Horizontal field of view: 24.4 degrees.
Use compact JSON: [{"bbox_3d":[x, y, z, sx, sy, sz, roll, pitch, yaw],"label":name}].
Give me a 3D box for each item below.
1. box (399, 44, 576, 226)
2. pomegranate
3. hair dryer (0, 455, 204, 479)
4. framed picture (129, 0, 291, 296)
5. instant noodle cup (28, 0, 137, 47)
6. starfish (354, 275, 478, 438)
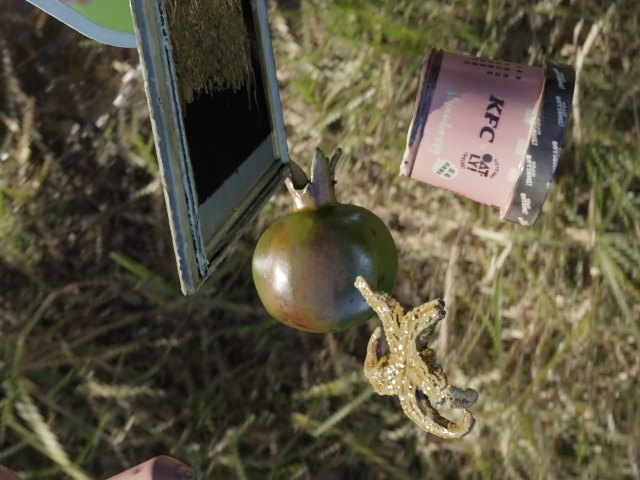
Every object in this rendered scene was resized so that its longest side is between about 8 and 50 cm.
[{"bbox_3d":[0.146,-0.102,1.335,0.135,0.151,0.151,16,120,2],"label":"box"},{"bbox_3d":[0.000,0.000,1.799,0.181,0.181,0.224,-12,94,19],"label":"pomegranate"},{"bbox_3d":[-0.217,0.230,1.124,0.352,0.210,0.125,-26,108,25],"label":"hair dryer"},{"bbox_3d":[-0.060,-0.115,0.865,0.018,0.293,0.231,-7,104,9],"label":"framed picture"},{"bbox_3d":[-0.190,-0.373,1.320,0.293,0.308,0.294,-9,129,-11],"label":"instant noodle cup"},{"bbox_3d":[0.083,0.113,1.478,0.053,0.210,0.150,0,137,-36],"label":"starfish"}]
